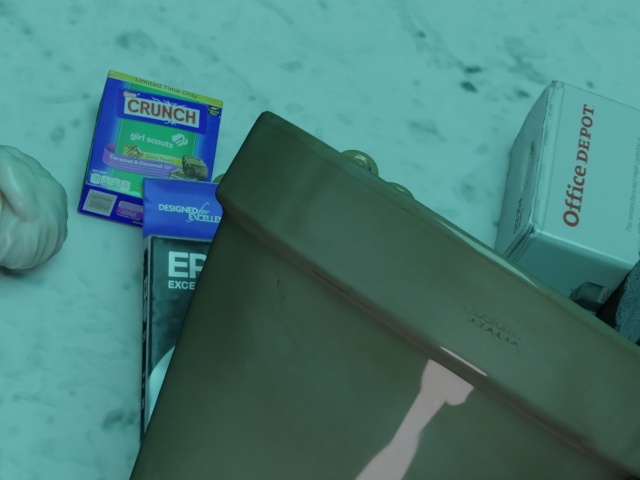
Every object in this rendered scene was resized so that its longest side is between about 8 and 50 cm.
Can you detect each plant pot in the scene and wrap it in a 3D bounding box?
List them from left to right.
[{"bbox_3d":[0.026,0.123,1.152,0.323,0.323,0.280,32,90,3],"label":"plant pot"}]

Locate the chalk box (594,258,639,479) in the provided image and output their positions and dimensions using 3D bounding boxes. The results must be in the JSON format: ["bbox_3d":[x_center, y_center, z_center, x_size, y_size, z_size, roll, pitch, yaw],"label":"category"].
[{"bbox_3d":[0.272,0.164,1.305,0.179,0.180,0.289,20,54,-6],"label":"chalk box"}]

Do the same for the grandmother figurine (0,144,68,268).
[{"bbox_3d":[-0.331,-0.012,1.258,0.342,0.104,0.207,-5,87,-26],"label":"grandmother figurine"}]

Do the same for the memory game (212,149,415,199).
[{"bbox_3d":[0.000,0.000,1.417,0.186,0.012,0.186,10,55,-14],"label":"memory game"}]

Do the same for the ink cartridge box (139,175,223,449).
[{"bbox_3d":[-0.024,0.053,1.328,0.206,0.045,0.208,5,68,-17],"label":"ink cartridge box"}]

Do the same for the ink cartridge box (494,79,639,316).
[{"bbox_3d":[0.251,-0.010,1.466,0.218,0.092,0.158,20,53,-9],"label":"ink cartridge box"}]

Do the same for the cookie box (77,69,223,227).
[{"bbox_3d":[-0.124,-0.063,1.396,0.092,0.040,0.107,14,54,-11],"label":"cookie box"}]
